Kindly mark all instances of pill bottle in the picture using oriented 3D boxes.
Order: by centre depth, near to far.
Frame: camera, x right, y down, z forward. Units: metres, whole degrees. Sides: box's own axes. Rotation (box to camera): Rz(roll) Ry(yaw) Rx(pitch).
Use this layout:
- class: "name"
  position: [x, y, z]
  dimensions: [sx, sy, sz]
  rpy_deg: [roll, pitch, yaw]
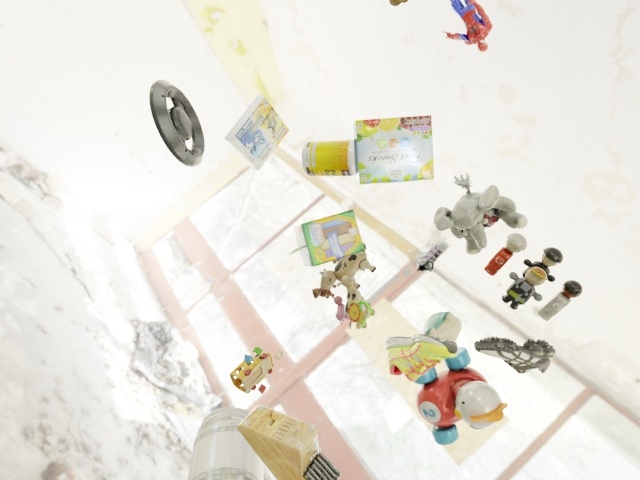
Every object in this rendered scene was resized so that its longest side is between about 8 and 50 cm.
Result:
- class: "pill bottle"
  position: [0.055, -0.265, 1.417]
  dimensions: [0.215, 0.117, 0.117]
  rpy_deg: [2, -27, 19]

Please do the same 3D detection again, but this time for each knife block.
- class: "knife block"
  position: [-0.080, 0.591, 1.161]
  dimensions: [0.276, 0.088, 0.241]
  rpy_deg: [10, -66, 27]

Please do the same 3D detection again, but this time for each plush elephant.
- class: "plush elephant"
  position: [0.584, -0.084, 1.658]
  dimensions: [0.330, 0.272, 0.255]
  rpy_deg: [56, 36, -6]

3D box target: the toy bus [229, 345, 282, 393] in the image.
- class: "toy bus"
  position: [-0.277, 0.521, 1.797]
  dimensions: [0.104, 0.190, 0.202]
  rpy_deg: [12, -9, 36]

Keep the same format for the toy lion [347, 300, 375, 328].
- class: "toy lion"
  position: [0.127, 0.234, 1.437]
  dimensions: [0.034, 0.100, 0.096]
  rpy_deg: [1, 41, -34]

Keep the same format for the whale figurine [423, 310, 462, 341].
- class: "whale figurine"
  position: [0.475, 0.380, 1.822]
  dimensions: [0.141, 0.216, 0.272]
  rpy_deg: [30, 18, 36]

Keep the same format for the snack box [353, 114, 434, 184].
- class: "snack box"
  position: [0.198, -0.244, 1.198]
  dimensions: [0.070, 0.207, 0.174]
  rpy_deg: [-104, -169, -84]

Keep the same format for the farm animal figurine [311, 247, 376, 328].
- class: "farm animal figurine"
  position: [0.094, 0.154, 1.780]
  dimensions: [0.172, 0.326, 0.330]
  rpy_deg: [37, -10, -34]

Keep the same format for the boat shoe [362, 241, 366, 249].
- class: "boat shoe"
  position: [0.093, 0.000, 1.475]
  dimensions: [0.135, 0.050, 0.045]
  rpy_deg: [41, -30, -20]

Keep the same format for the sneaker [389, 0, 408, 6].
- class: "sneaker"
  position: [0.283, -0.851, 1.546]
  dimensions: [0.083, 0.037, 0.032]
  rpy_deg: [12, -34, 38]

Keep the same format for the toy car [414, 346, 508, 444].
- class: "toy car"
  position: [0.377, 0.426, 1.142]
  dimensions: [0.238, 0.210, 0.219]
  rpy_deg: [158, -88, -81]

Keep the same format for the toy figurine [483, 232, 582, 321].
- class: "toy figurine"
  position: [0.592, 0.098, 1.215]
  dimensions: [0.213, 0.148, 0.209]
  rpy_deg: [22, 31, -16]

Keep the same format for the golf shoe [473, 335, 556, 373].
- class: "golf shoe"
  position: [0.493, 0.301, 1.123]
  dimensions: [0.077, 0.198, 0.093]
  rpy_deg: [-60, 153, -75]

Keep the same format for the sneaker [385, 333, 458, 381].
- class: "sneaker"
  position: [0.215, 0.255, 0.939]
  dimensions: [0.082, 0.094, 0.208]
  rpy_deg: [18, -23, -20]

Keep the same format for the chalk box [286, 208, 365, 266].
- class: "chalk box"
  position: [0.000, 0.000, 1.311]
  dimensions: [0.132, 0.213, 0.131]
  rpy_deg: [172, -97, -74]

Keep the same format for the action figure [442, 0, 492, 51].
- class: "action figure"
  position: [0.369, -0.628, 1.168]
  dimensions: [0.091, 0.139, 0.280]
  rpy_deg: [-30, -105, 44]

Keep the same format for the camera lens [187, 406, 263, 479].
- class: "camera lens"
  position: [-0.281, 0.678, 1.322]
  dimensions: [0.219, 0.219, 0.274]
  rpy_deg: [53, 11, -25]

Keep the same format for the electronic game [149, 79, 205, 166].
- class: "electronic game"
  position: [-0.367, -0.301, 1.137]
  dimensions: [0.229, 0.048, 0.229]
  rpy_deg: [-16, 90, -79]

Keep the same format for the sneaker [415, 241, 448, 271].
- class: "sneaker"
  position: [0.278, 0.049, 1.089]
  dimensions: [0.038, 0.098, 0.069]
  rpy_deg: [32, 44, -19]

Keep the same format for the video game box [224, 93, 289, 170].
- class: "video game box"
  position: [-0.224, -0.385, 1.587]
  dimensions: [0.048, 0.205, 0.187]
  rpy_deg: [30, -9, 33]
